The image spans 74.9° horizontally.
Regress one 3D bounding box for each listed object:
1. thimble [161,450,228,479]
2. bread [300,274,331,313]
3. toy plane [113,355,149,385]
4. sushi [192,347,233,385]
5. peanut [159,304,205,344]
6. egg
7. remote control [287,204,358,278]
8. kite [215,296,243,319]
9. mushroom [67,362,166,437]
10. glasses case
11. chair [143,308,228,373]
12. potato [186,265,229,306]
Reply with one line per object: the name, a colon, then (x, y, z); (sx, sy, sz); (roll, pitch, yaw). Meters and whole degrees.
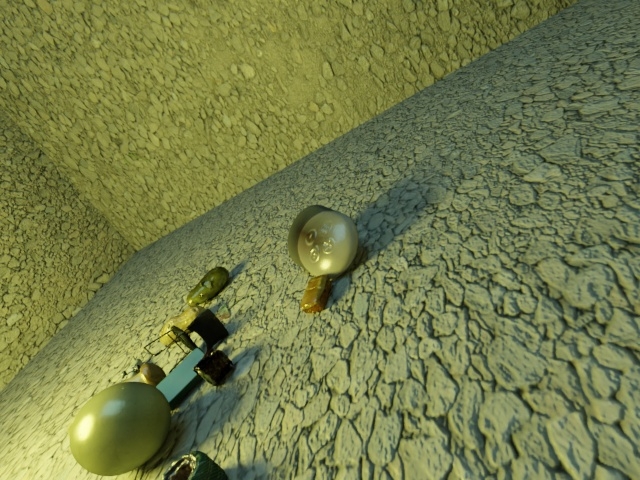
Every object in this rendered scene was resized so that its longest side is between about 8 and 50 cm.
thimble: (-0.266, 0.505, 0.852); (0.135, 0.090, 0.118); (-33, 20, 12)
bread: (-0.012, 0.158, 1.240); (0.074, 0.053, 0.132); (-21, 28, 31)
toy plane: (-0.682, 0.482, 1.533); (0.162, 0.065, 0.171); (-25, 26, -6)
sushi: (-0.313, 0.359, 1.202); (0.094, 0.098, 0.084); (-14, 27, 51)
peanut: (-0.532, 0.326, 1.608); (0.214, 0.099, 0.099); (-29, 22, -1)
egg: (-0.511, 0.481, 1.078); (0.270, 0.219, 0.219); (-28, 23, 25)
remote control: (0.000, 0.000, 1.381); (0.332, 0.104, 0.220); (26, 93, 51)
kite: (-0.353, 0.262, 1.578); (0.157, 0.011, 0.139); (-40, 25, -7)
mushroom: (-0.645, 0.522, 1.314); (0.350, 0.128, 0.128); (-36, 22, -7)
glasses case: (-0.414, 0.417, 1.263); (0.078, 0.039, 0.184); (30, 63, 30)
chair: (-0.439, 0.334, 1.385); (0.221, 0.140, 0.145); (-45, 25, -26)
potato: (-0.479, 0.196, 1.781); (0.117, 0.090, 0.225); (-9, 33, 48)
